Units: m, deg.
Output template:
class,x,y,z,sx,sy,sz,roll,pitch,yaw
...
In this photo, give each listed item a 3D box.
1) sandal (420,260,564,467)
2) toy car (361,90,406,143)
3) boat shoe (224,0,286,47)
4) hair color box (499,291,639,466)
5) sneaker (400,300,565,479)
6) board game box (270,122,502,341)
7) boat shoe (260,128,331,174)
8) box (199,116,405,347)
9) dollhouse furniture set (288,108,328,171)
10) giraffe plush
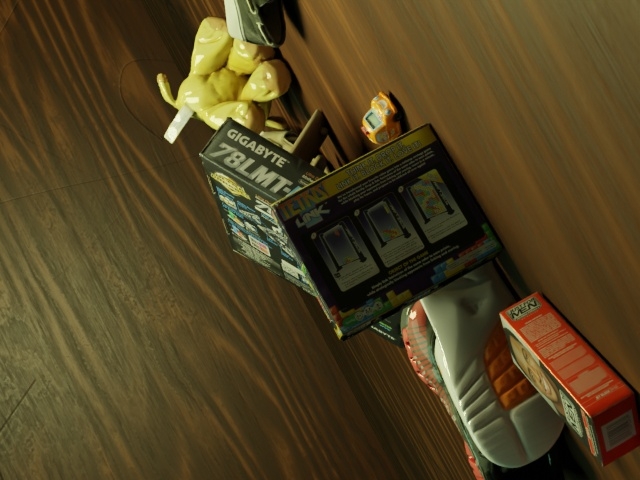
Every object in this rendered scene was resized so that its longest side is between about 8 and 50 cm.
class,x,y,z,sx,sy,sz,roll,pitch,yaw
sandal,0.154,0.090,1.041,0.076,0.102,0.265,78,171,-70
toy car,0.079,-0.088,1.083,0.122,0.040,0.060,60,173,20
boat shoe,-0.076,-0.312,1.259,0.070,0.078,0.219,22,155,17
hair color box,0.210,0.115,0.909,0.141,0.043,0.072,55,171,50
sneaker,0.178,0.169,1.129,0.276,0.097,0.135,61,173,-11
board game box,0.060,-0.008,1.005,0.141,0.170,0.048,61,174,13
boat shoe,-0.059,-0.118,1.703,0.113,0.103,0.302,51,180,-39
box,0.000,0.000,1.376,0.295,0.073,0.293,30,161,16
dollhouse furniture set,0.043,-0.070,1.471,0.151,0.123,0.144,20,154,22
giraffe plush,-0.122,-0.221,1.622,0.181,0.210,0.170,57,-159,13
